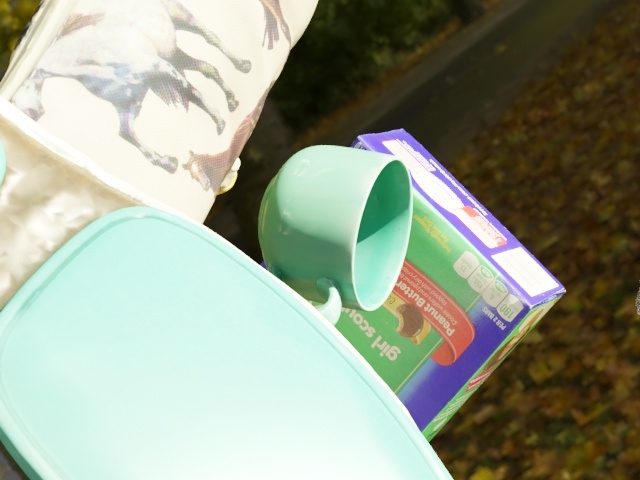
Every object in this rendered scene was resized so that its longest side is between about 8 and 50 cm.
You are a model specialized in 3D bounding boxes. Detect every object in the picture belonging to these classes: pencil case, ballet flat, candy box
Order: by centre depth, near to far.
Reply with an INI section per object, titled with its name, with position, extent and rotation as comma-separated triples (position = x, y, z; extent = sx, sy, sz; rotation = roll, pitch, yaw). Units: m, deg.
[ballet flat]
position = -0.116, 0.031, 0.477
extent = 0.139, 0.400, 0.139
rotation = -51, -1, -2
[pencil case]
position = -0.127, -0.093, 0.871
extent = 0.160, 0.183, 0.410
rotation = 21, 79, 35
[candy box]
position = 0.064, 0.082, 1.556
extent = 0.317, 0.268, 0.122
rotation = -53, -20, 25

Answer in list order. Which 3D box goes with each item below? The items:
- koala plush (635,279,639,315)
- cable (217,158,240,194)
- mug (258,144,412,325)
[koala plush]
position = 0.318, 0.081, 0.793
extent = 0.196, 0.221, 0.203
rotation = -37, -31, -8
[cable]
position = -0.132, -0.058, 1.102
extent = 0.072, 0.139, 0.287
rotation = -35, -8, -28
[mug]
position = 0.002, -0.009, 1.140
extent = 0.097, 0.129, 0.158
rotation = 11, 19, 22
